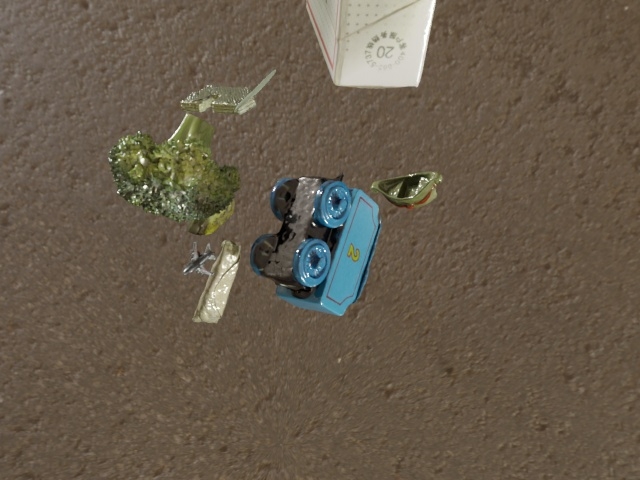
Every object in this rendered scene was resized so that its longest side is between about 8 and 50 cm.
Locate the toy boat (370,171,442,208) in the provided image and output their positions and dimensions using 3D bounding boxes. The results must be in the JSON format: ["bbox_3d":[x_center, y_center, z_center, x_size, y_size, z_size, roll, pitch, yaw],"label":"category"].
[{"bbox_3d":[0.204,-0.116,1.369,0.185,0.071,0.089,-6,52,41],"label":"toy boat"}]

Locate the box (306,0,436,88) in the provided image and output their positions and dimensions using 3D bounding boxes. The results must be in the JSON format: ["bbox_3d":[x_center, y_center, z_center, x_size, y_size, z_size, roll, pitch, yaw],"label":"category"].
[{"bbox_3d":[0.051,-0.338,0.554,0.095,0.330,0.210,-2,41,-10],"label":"box"}]

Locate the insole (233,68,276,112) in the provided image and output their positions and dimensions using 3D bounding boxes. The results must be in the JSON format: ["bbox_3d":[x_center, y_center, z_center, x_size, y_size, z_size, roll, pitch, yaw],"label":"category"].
[{"bbox_3d":[-0.146,-0.335,1.349,0.002,0.053,0.152,41,59,-3],"label":"insole"}]

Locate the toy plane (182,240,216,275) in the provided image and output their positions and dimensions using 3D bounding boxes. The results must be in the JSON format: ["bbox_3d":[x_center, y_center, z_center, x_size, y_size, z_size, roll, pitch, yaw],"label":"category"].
[{"bbox_3d":[-0.238,0.042,1.175,0.083,0.031,0.078,-40,118,-35],"label":"toy plane"}]

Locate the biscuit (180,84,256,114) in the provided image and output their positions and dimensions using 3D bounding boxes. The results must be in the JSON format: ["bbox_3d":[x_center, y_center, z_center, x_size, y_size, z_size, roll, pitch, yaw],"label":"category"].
[{"bbox_3d":[-0.301,-0.433,1.853,0.250,0.046,0.147,13,38,33],"label":"biscuit"}]

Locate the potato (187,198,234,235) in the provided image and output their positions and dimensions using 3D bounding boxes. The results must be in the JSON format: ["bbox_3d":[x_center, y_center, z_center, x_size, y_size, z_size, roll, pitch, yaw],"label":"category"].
[{"bbox_3d":[-0.302,-0.071,1.727,0.054,0.119,0.198,23,27,15],"label":"potato"}]

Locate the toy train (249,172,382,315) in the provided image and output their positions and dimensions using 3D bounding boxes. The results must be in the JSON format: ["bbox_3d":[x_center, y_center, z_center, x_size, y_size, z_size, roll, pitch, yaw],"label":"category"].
[{"bbox_3d":[0.000,0.000,1.389,0.188,0.265,0.300,6,71,40],"label":"toy train"}]

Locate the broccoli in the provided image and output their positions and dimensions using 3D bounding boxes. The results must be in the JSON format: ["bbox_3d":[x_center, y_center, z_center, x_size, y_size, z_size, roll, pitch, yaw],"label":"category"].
[{"bbox_3d":[-0.330,-0.156,1.417,0.260,0.288,0.235,-44,61,8],"label":"broccoli"}]

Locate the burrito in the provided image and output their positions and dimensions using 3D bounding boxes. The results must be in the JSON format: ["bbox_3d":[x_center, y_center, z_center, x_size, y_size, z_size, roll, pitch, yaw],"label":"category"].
[{"bbox_3d":[-0.282,0.122,1.671,0.082,0.275,0.059,2,30,-42],"label":"burrito"}]
